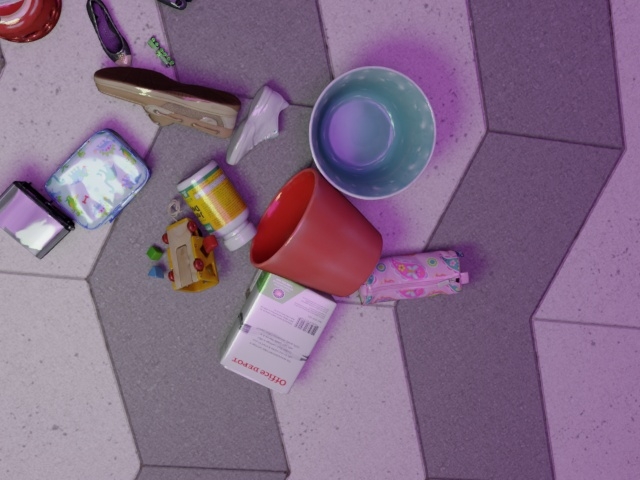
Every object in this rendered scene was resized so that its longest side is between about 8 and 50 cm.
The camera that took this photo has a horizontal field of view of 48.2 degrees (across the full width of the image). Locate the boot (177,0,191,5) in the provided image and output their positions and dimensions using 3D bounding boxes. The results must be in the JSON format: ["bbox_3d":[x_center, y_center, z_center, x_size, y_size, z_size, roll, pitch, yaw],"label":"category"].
[{"bbox_3d":[-0.318,-0.618,1.673,0.099,0.045,0.121,-27,102,3],"label":"boot"}]

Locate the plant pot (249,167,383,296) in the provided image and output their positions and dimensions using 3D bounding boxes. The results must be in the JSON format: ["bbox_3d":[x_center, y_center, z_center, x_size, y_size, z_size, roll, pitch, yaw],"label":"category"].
[{"bbox_3d":[0.000,0.000,1.749,0.243,0.275,0.275,32,95,-23],"label":"plant pot"}]

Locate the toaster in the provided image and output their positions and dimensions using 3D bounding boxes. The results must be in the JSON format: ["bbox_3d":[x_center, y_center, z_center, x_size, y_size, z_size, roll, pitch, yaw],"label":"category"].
[{"bbox_3d":[-0.664,-0.050,1.655,0.168,0.186,0.110,43,82,-15],"label":"toaster"}]

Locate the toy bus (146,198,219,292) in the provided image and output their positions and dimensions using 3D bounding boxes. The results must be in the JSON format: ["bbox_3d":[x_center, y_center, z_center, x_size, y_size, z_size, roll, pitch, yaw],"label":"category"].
[{"bbox_3d":[-0.315,0.029,1.768,0.104,0.191,0.202,16,102,-56],"label":"toy bus"}]

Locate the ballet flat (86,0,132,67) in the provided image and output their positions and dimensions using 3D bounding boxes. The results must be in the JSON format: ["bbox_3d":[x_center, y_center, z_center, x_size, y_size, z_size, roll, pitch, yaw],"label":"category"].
[{"bbox_3d":[-0.496,-0.481,1.666,0.057,0.049,0.173,-29,104,-2],"label":"ballet flat"}]

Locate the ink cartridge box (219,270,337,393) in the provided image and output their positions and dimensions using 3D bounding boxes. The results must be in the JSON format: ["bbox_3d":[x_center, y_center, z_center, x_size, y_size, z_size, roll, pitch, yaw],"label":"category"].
[{"bbox_3d":[-0.111,0.225,1.836,0.198,0.115,0.272,28,96,-13],"label":"ink cartridge box"}]

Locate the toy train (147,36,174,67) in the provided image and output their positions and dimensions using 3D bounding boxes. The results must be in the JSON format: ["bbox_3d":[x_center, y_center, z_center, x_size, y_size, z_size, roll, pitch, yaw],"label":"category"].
[{"bbox_3d":[-0.381,-0.448,1.709,0.024,0.017,0.083,-36,105,9],"label":"toy train"}]

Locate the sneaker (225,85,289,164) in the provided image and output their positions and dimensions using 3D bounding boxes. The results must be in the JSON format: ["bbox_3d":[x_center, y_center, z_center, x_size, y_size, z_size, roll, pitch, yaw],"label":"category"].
[{"bbox_3d":[-0.151,-0.267,1.756,0.094,0.080,0.212,29,94,-25],"label":"sneaker"}]

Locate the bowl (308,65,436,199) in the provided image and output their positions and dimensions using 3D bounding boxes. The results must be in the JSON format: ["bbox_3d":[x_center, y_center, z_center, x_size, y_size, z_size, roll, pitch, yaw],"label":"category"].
[{"bbox_3d":[0.110,-0.263,1.746,0.312,0.163,0.311,-2,101,-10],"label":"bowl"}]

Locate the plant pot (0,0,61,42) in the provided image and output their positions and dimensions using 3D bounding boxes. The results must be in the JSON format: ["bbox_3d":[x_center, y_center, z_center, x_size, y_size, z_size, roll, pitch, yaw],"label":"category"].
[{"bbox_3d":[-0.679,-0.537,1.564,0.191,0.174,0.191,-1,99,-9],"label":"plant pot"}]

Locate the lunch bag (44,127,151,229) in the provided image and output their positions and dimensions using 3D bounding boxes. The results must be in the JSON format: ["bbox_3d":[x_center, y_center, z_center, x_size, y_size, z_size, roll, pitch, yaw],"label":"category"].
[{"bbox_3d":[-0.526,-0.143,1.708,0.219,0.090,0.176,-45,103,1],"label":"lunch bag"}]

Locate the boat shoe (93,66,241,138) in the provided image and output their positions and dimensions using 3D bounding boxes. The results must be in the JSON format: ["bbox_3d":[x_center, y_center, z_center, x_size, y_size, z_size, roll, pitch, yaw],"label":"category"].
[{"bbox_3d":[-0.364,-0.318,1.683,0.341,0.121,0.110,13,121,-11],"label":"boat shoe"}]

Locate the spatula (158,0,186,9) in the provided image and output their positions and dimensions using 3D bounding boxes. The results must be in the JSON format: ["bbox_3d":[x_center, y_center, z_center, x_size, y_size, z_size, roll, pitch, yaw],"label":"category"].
[{"bbox_3d":[-0.447,-0.599,1.648,0.296,0.030,0.084,24,97,-1],"label":"spatula"}]

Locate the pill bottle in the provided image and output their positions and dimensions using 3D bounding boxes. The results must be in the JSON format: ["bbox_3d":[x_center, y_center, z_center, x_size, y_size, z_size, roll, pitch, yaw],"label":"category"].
[{"bbox_3d":[-0.248,-0.082,1.751,0.118,0.117,0.208,-35,105,-1],"label":"pill bottle"}]

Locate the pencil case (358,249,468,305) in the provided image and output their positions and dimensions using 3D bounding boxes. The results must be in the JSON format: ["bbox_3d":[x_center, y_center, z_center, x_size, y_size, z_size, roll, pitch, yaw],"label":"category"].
[{"bbox_3d":[0.234,0.097,1.865,0.284,0.124,0.124,-5,102,-7],"label":"pencil case"}]
